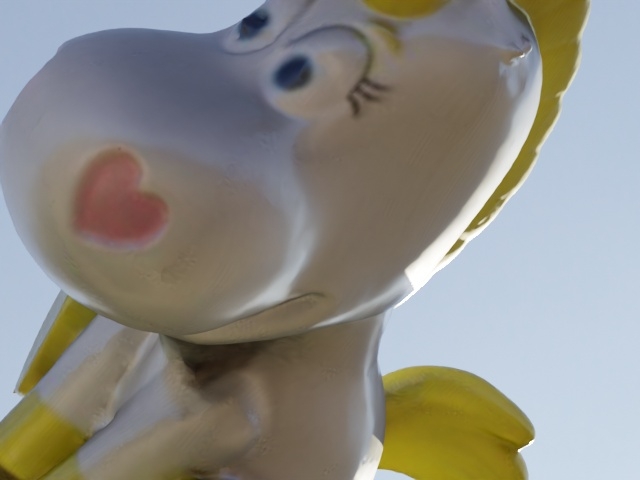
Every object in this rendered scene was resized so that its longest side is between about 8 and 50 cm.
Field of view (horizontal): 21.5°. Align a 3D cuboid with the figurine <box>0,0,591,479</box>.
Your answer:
[{"bbox_3d":[-0.007,-0.001,0.368,0.129,0.109,0.178,-6,-56,-21],"label":"figurine"}]
